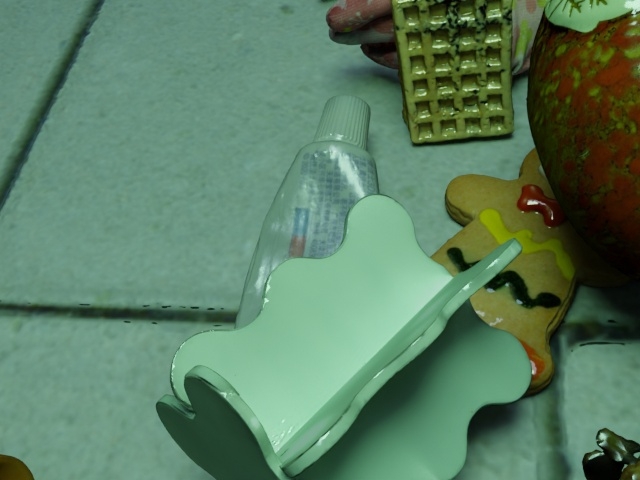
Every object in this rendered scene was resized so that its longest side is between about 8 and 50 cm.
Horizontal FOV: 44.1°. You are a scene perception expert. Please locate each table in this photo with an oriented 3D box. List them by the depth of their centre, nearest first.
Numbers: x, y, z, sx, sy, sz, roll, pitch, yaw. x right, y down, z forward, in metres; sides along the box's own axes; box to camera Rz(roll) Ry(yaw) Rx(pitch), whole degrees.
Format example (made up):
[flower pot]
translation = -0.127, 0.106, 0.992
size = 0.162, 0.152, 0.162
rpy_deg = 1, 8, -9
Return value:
[table]
translation = 0.029, 0.077, 0.474
size = 0.167, 0.166, 0.198
rpy_deg = 31, 55, 30

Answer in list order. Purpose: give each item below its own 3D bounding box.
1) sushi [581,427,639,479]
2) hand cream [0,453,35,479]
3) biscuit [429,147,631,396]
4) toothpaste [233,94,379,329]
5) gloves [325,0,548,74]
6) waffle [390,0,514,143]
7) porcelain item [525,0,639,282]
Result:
[sushi]
translation = 0.254, 0.197, 0.374
size = 0.287, 0.140, 0.149
rpy_deg = 27, 53, 29
[hand cream]
translation = -0.352, 0.181, 0.533
size = 0.315, 0.089, 0.139
rpy_deg = 3, 51, 18
[biscuit]
translation = 0.163, -0.004, 0.624
size = 0.165, 0.036, 0.250
rpy_deg = 30, 62, 28
[toothpaste]
translation = 0.001, 0.000, 0.639
size = 0.099, 0.068, 0.282
rpy_deg = -16, 51, 41
[gloves]
translation = 0.126, -0.217, 0.729
size = 0.241, 0.145, 0.126
rpy_deg = -18, 39, -22
[waffle]
translation = 0.116, -0.157, 0.683
size = 0.103, 0.148, 0.042
rpy_deg = -3, 41, 10
[porcelain item]
translation = 0.264, -0.096, 0.513
size = 0.253, 0.253, 0.252
rpy_deg = -5, 51, 6
